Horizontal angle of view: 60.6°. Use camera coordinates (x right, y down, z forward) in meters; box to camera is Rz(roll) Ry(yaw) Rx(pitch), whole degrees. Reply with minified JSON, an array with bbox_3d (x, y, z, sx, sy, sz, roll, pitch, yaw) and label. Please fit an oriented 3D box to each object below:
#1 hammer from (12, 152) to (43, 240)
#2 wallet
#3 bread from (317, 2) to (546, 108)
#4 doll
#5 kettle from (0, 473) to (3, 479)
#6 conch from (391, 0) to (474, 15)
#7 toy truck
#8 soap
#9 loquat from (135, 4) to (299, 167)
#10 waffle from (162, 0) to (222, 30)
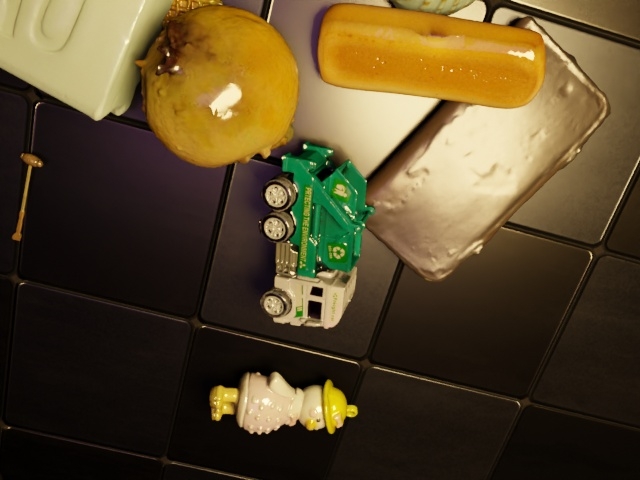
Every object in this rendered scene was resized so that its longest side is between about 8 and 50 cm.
[{"bbox_3d":[-0.379,-0.053,0.702,0.029,0.014,0.123,23,111,1],"label":"hammer"},{"bbox_3d":[0.191,-0.099,0.670,0.165,0.042,0.309,39,104,-11],"label":"wallet"},{"bbox_3d":[0.117,-0.201,0.594,0.239,0.074,0.093,11,134,9],"label":"bread"},{"bbox_3d":[-0.050,0.232,0.770,0.207,0.081,0.129,6,129,-4],"label":"doll"},{"bbox_3d":[-0.587,0.331,0.759,0.268,0.207,0.291,-1,106,30],"label":"kettle"},{"bbox_3d":[0.123,-0.297,0.570,0.153,0.102,0.135,-10,125,3],"label":"conch"},{"bbox_3d":[0.000,0.000,0.656,0.116,0.110,0.216,11,113,15],"label":"toy truck"},{"bbox_3d":[-0.311,-0.263,0.576,0.265,0.087,0.160,29,108,-7],"label":"soap"},{"bbox_3d":[-0.099,-0.158,0.596,0.204,0.149,0.172,31,86,-44],"label":"loquat"},{"bbox_3d":[-0.159,-0.269,0.620,0.085,0.016,0.078,40,105,-11],"label":"waffle"}]
